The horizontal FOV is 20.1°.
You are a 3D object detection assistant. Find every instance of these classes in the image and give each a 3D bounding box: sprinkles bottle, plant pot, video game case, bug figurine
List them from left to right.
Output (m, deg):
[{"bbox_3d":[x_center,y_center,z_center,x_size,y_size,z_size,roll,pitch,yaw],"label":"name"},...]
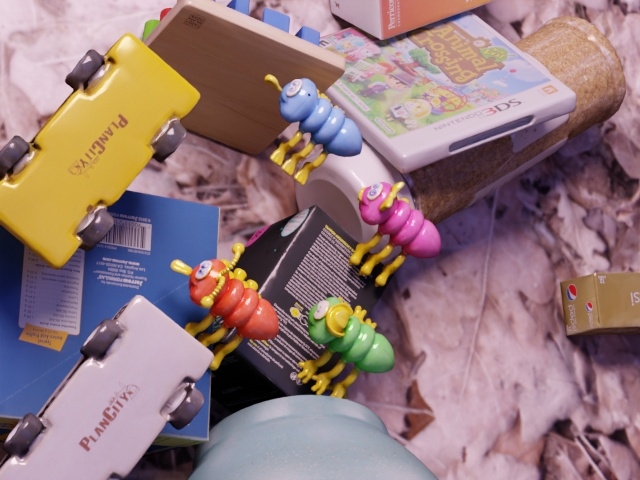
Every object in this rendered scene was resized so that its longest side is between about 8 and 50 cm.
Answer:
[{"bbox_3d":[-0.011,0.254,1.513,0.293,0.293,0.196,12,47,-27],"label":"plant pot"},{"bbox_3d":[0.000,0.000,1.525,0.216,0.072,0.279,36,61,-22],"label":"bug figurine"},{"bbox_3d":[0.102,-0.152,1.700,0.193,0.212,0.023,-20,132,-23],"label":"video game case"},{"bbox_3d":[0.141,-0.099,1.751,0.355,0.121,0.121,-31,95,-32],"label":"sprinkles bottle"}]

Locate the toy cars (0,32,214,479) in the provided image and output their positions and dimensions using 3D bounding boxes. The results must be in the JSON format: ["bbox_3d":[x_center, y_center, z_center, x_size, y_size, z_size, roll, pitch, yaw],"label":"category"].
[{"bbox_3d":[-0.179,0.037,1.401,0.176,0.087,0.394,0,81,-21],"label":"toy cars"}]

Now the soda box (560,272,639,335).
[{"bbox_3d":[0.338,0.065,1.859,0.181,0.061,0.058,0,79,-30],"label":"soda box"}]

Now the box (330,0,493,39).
[{"bbox_3d":[0.099,-0.288,1.748,0.170,0.091,0.130,-23,126,-26],"label":"box"}]

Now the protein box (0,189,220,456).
[{"bbox_3d":[-0.204,0.066,1.506,0.199,0.136,0.201,10,74,-28],"label":"protein box"}]

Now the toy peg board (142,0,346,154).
[{"bbox_3d":[-0.084,-0.172,1.626,0.161,0.160,0.079,20,54,-25],"label":"toy peg board"}]

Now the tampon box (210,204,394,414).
[{"bbox_3d":[-0.036,0.067,1.611,0.101,0.120,0.161,42,62,-16],"label":"tampon box"}]
